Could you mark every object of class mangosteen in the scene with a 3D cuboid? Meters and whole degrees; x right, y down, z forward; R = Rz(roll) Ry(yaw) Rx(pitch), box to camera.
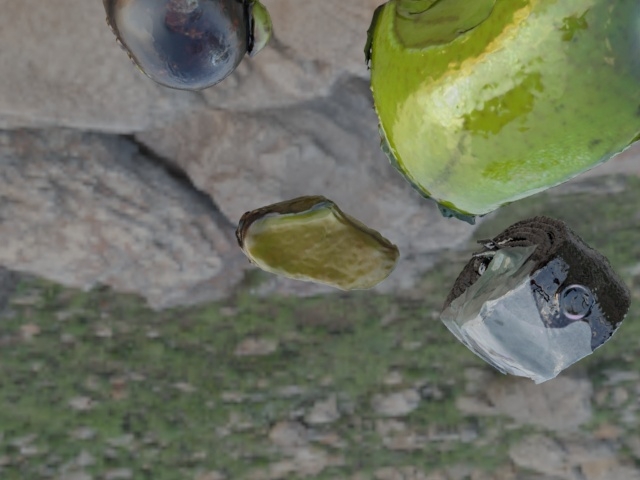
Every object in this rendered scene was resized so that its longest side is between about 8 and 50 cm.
[{"bbox_3d":[-0.138,-0.280,1.328,0.217,0.192,0.192,-32,158,0],"label":"mangosteen"}]

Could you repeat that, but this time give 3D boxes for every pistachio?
[{"bbox_3d":[0.000,0.000,1.184,0.172,0.090,0.049,13,178,13],"label":"pistachio"}]

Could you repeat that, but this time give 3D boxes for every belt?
[{"bbox_3d":[0.244,0.060,1.386,0.164,0.184,0.289,44,174,-6],"label":"belt"}]

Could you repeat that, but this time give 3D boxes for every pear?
[{"bbox_3d":[0.167,-0.154,0.816,0.164,0.238,0.255,38,156,-21],"label":"pear"}]
